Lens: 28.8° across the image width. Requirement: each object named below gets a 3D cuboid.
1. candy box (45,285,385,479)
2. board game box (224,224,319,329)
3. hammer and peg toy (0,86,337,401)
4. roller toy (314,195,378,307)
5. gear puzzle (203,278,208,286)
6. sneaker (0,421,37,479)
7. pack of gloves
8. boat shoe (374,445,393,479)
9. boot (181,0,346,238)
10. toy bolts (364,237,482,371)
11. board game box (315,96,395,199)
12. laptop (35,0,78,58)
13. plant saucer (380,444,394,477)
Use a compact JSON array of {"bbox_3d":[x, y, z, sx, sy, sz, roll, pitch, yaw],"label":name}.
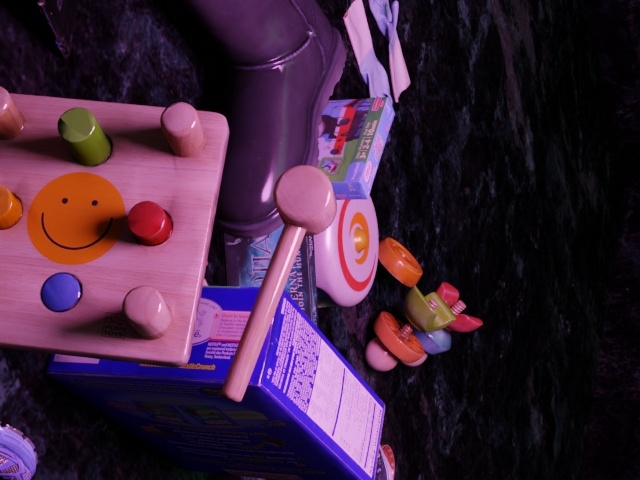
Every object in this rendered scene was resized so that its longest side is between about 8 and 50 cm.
[{"bbox_3d":[-0.105,0.168,1.407,0.317,0.268,0.122,53,44,-51],"label":"candy box"},{"bbox_3d":[-0.067,0.050,1.667,0.026,0.126,0.186,-8,95,-65],"label":"board game box"},{"bbox_3d":[-0.176,-0.005,1.171,0.127,0.361,0.266,80,18,-69],"label":"hammer and peg toy"},{"bbox_3d":[0.000,0.000,1.788,0.209,0.146,0.191,-50,133,-56],"label":"roller toy"},{"bbox_3d":[-0.152,0.015,1.449,0.044,0.175,0.339,-31,125,-16],"label":"gear puzzle"},{"bbox_3d":[-0.346,0.190,1.132,0.221,0.083,0.087,42,64,-50],"label":"sneaker"},{"bbox_3d":[0.118,-0.334,2.187,0.195,0.046,0.232,-62,142,-48],"label":"pack of gloves"},{"bbox_3d":[0.063,0.351,2.008,0.083,0.065,0.183,-30,108,-61],"label":"boat shoe"},{"bbox_3d":[-0.127,-0.272,1.507,0.445,0.146,0.367,62,35,-48],"label":"boot"},{"bbox_3d":[0.146,0.131,2.173,0.228,0.158,0.218,23,27,-53],"label":"toy bolts"},{"bbox_3d":[-0.020,-0.121,1.675,0.039,0.211,0.160,63,34,-43],"label":"board game box"},{"bbox_3d":[-0.326,-0.346,1.267,0.264,0.137,0.234,94,1,-76],"label":"laptop"},{"bbox_3d":[0.107,0.395,2.151,0.083,0.013,0.083,-1,90,-65],"label":"plant saucer"}]
